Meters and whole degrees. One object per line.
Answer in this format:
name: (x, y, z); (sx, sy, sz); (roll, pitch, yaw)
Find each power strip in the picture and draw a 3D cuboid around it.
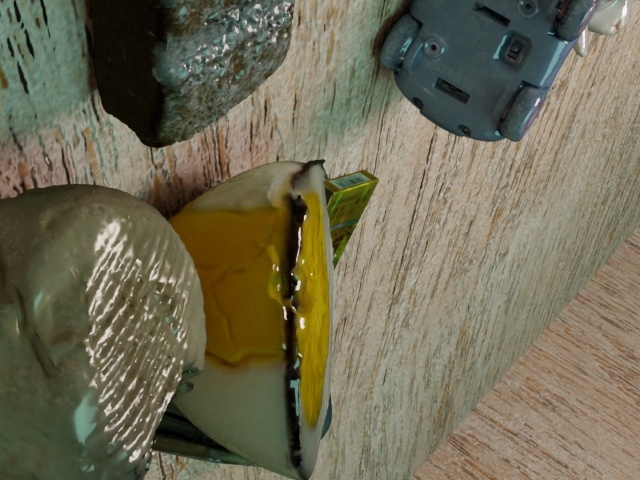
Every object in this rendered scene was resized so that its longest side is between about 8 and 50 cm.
power strip: (-0.167, 0.206, 1.344); (0.198, 0.213, 0.064); (39, 60, -71)

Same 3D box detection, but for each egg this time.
egg: (-0.090, 0.077, 1.256); (0.337, 0.201, 0.337); (3, 90, -80)

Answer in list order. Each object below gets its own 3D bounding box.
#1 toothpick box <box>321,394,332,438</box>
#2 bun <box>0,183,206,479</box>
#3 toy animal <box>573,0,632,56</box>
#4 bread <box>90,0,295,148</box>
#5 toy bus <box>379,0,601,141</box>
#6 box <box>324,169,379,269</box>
toothpick box: (-0.043, 0.215, 1.711); (0.120, 0.120, 0.184); (-43, 155, -26)
bun: (-0.230, 0.081, 0.971); (0.281, 0.205, 0.281); (-3, 90, -75)
toy animal: (0.418, -0.355, 1.753); (0.141, 0.138, 0.282); (-25, 161, 15)
bread: (-0.089, -0.250, 0.870); (0.165, 0.113, 0.416); (-39, 157, -29)
toy bus: (0.223, -0.270, 1.423); (0.232, 0.197, 0.294); (-37, 155, -60)
box: (0.000, 0.000, 1.585); (0.121, 0.030, 0.193); (-20, 141, -56)
